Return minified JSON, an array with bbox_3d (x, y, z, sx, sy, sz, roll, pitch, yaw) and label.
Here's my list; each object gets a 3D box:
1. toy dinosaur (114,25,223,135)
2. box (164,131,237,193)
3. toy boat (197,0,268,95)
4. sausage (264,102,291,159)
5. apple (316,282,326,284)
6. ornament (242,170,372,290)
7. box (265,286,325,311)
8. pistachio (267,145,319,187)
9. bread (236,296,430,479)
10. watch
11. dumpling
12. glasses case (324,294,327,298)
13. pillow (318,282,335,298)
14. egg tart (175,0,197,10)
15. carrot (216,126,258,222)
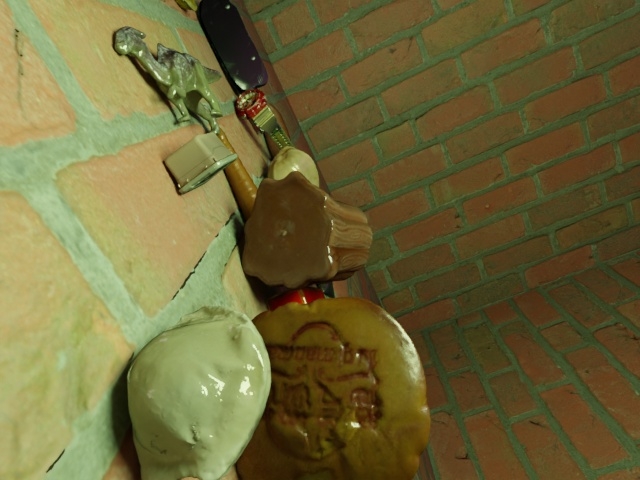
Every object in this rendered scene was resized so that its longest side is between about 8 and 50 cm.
[{"bbox_3d":[-0.255,-0.297,0.770,0.294,0.077,0.162,-23,90,-80],"label":"toy dinosaur"},{"bbox_3d":[-0.199,-0.133,0.684,0.062,0.089,0.122,53,12,-13],"label":"box"},{"bbox_3d":[-0.287,-0.608,1.295,0.092,0.134,0.299,-5,-66,61],"label":"toy boat"},{"bbox_3d":[-0.131,-0.310,1.456,0.094,0.094,0.420,-9,71,-36],"label":"sausage"},{"bbox_3d":[0.000,0.000,1.106,0.237,0.207,0.237,-20,90,-81],"label":"apple"},{"bbox_3d":[-0.015,0.000,0.830,0.235,0.221,0.217,50,20,24],"label":"ornament"},{"bbox_3d":[0.000,0.257,0.874,0.197,0.089,0.314,28,40,-74],"label":"box"},{"bbox_3d":[-0.079,-0.172,1.249,0.157,0.157,0.230,-101,177,-51],"label":"pistachio"},{"bbox_3d":[0.007,0.203,0.534,0.148,0.269,0.270,46,23,-67],"label":"bread"},{"bbox_3d":[-0.165,-0.359,1.304,0.165,0.102,0.268,48,0,27],"label":"watch"},{"bbox_3d":[-0.111,0.140,0.397,0.118,0.136,0.199,67,17,-47],"label":"dumpling"},{"bbox_3d":[0.037,0.250,1.178,0.272,0.062,0.095,57,8,-50],"label":"glasses case"},{"bbox_3d":[0.008,0.122,1.355,0.090,0.048,0.150,54,18,-63],"label":"pillow"},{"bbox_3d":[-0.368,-0.655,1.087,0.105,0.039,0.105,-23,90,-81],"label":"egg tart"},{"bbox_3d":[-0.163,-0.100,0.903,0.336,0.069,0.069,62,9,-1],"label":"carrot"}]
